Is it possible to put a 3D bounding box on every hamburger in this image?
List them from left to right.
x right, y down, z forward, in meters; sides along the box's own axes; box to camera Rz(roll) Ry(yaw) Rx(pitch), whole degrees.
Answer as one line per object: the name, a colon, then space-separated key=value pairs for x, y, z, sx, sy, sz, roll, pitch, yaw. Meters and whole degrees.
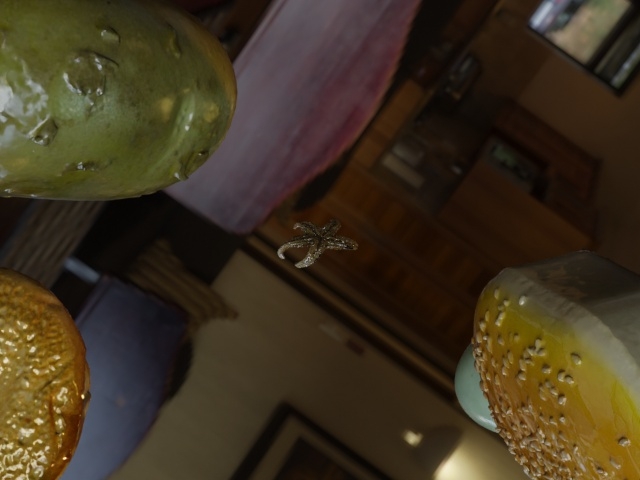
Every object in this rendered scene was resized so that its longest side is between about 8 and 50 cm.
hamburger: x=-0.408 y=0.163 z=1.399 sx=0.170 sy=0.314 sz=0.290 roll=121 pitch=-13 yaw=-76
hamburger: x=0.221 y=0.126 z=0.993 sx=0.151 sy=0.227 sz=0.295 roll=-33 pitch=-162 yaw=-4

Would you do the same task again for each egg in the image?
egg: x=0.252 y=0.155 z=1.508 sx=0.192 sy=0.149 sz=0.149 roll=-21 pitch=-176 yaw=8

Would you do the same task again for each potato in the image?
potato: x=-0.228 y=-0.145 z=1.159 sx=0.270 sy=0.359 sz=0.219 roll=37 pitch=-67 yaw=51

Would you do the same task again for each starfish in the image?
starfish: x=0.000 y=0.000 z=1.415 sx=0.091 sy=0.078 sz=0.028 roll=-50 pitch=153 yaw=-47
